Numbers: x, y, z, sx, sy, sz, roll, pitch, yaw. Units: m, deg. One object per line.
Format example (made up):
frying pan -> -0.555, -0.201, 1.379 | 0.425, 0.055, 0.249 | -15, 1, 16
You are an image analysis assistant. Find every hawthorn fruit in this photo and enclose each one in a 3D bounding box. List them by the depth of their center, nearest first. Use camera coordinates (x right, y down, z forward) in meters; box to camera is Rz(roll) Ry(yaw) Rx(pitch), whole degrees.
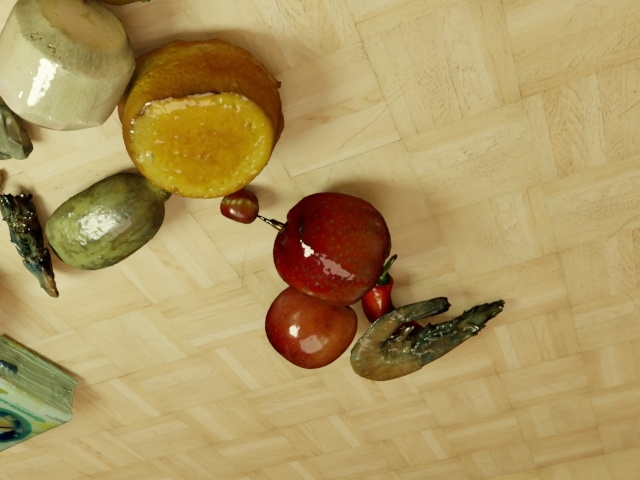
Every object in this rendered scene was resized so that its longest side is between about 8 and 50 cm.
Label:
hawthorn fruit -> 0.000, 0.000, 1.468 | 0.301, 0.254, 0.254 | 26, 132, -4

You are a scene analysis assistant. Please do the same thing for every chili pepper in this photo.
chili pepper -> 0.176, 0.161, 1.758 | 0.137, 0.091, 0.368 | -30, 141, 0

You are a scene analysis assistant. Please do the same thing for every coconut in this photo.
coconut -> -0.433, -0.285, 1.130 | 0.224, 0.224, 0.234 | 29, 132, -30

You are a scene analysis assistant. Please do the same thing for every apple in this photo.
apple -> -0.024, 0.207, 1.685 | 0.201, 0.218, 0.218 | -46, 127, 5

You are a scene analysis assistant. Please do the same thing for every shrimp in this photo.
shrimp -> -0.623, 0.028, 1.479 | 0.075, 0.178, 0.289 | -22, 143, -29
shrimp -> 0.280, 0.226, 1.769 | 0.445, 0.085, 0.272 | -21, 135, -7

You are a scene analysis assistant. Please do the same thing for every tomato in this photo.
tomato -> -0.172, -0.075, 1.468 | 0.087, 0.087, 0.075 | 19, 94, -23

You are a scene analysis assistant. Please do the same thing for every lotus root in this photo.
lotus root -> -0.440, -0.050, 1.433 | 0.309, 0.173, 0.173 | -31, 131, 16

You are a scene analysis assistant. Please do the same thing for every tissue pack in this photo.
tissue pack -> -0.923, 0.452, 1.917 | 0.388, 0.162, 0.287 | -27, 129, 22

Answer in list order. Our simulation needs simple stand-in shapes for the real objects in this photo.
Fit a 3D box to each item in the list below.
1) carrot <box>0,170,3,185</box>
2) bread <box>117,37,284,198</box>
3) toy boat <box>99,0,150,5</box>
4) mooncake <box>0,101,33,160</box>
carrot -> -0.743, -0.071, 1.451 | 0.248, 0.059, 0.059 | -33, 130, 24
bread -> -0.219, -0.213, 1.251 | 0.313, 0.172, 0.312 | -3, 135, -3
toy boat -> -0.358, -0.442, 1.056 | 0.230, 0.088, 0.088 | 34, 139, -29
mooncake -> -0.623, -0.212, 1.293 | 0.125, 0.073, 0.129 | -4, 139, -5
